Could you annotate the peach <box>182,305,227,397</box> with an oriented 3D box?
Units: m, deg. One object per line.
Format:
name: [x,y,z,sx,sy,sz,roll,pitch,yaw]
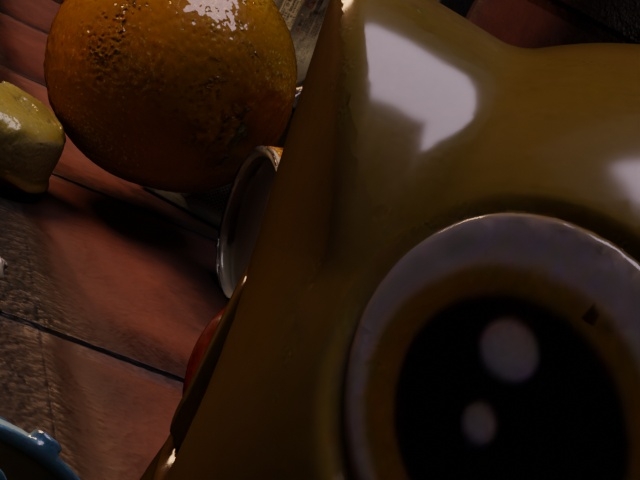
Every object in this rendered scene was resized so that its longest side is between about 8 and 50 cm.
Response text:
peach: [0.031,0.115,0.852,0.243,0.243,0.199,22,53,-24]

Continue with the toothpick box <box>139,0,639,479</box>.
toothpick box: [0.136,0.127,0.560,0.425,0.408,0.409,25,11,0]

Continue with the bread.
bread: [-0.321,-0.101,1.398,0.125,0.086,0.156,34,13,9]

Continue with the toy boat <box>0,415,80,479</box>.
toy boat: [-0.186,0.122,0.636,0.215,0.088,0.102,17,5,-35]

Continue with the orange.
orange: [-0.159,-0.182,1.492,0.274,0.274,0.274,26,11,-5]

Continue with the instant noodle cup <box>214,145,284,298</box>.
instant noodle cup: [0.000,0.000,1.424,0.174,0.213,0.213,12,16,-22]

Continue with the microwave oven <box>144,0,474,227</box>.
microwave oven: [0.000,-0.216,1.772,0.236,0.432,0.374,28,11,8]

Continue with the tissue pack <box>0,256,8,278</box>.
tissue pack: [-0.353,-0.021,0.839,0.215,0.123,0.257,33,5,38]
